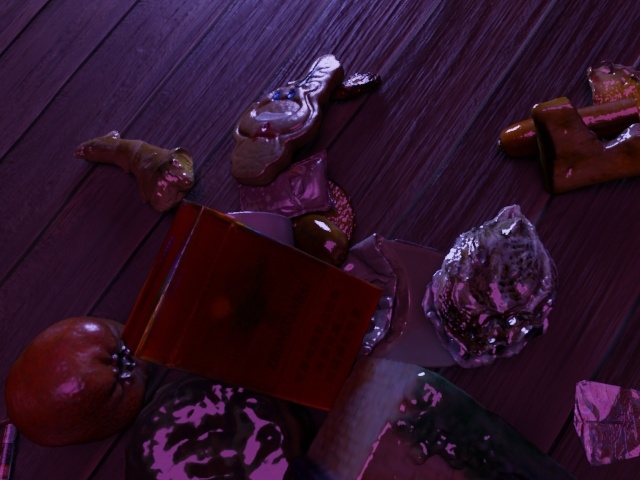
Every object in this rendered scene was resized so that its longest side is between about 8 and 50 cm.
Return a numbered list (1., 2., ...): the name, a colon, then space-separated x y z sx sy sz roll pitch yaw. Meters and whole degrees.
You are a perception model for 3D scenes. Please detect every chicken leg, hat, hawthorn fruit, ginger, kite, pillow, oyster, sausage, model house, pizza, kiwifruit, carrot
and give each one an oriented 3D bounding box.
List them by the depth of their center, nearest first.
1. model house: 0.124 0.350 0.666 0.312 0.245 0.280 38 72 -13
2. kite: 0.510 0.284 0.794 0.229 0.016 0.127 0 76 12
3. oyster: 0.281 0.072 0.831 0.267 0.112 0.198 -35 76 -20
4. hawthorn fruit: -0.421 0.242 0.850 0.262 0.210 0.211 -24 71 8
5. hat: 0.125 0.120 0.877 0.244 0.149 0.215 20 67 -23
6. kiwifruit: 0.000 0.000 0.885 0.075 0.075 0.124 -41 41 -5
7. pizza: 0.583 -0.205 0.899 0.296 0.071 0.189 34 98 21
8. carrot: 0.423 -0.192 0.901 0.225 0.067 0.067 -9 71 24
9. sausage: -0.556 0.350 0.929 0.028 0.025 0.199 2 74 -6
10. pillow: -0.063 -0.084 0.948 0.184 0.043 0.118 -17 70 12
11. ginger: -0.365 -0.143 1.025 0.294 0.086 0.131 19 86 22
12. chicken leg: 0.050 -0.304 1.029 0.144 0.037 0.062 -18 50 2

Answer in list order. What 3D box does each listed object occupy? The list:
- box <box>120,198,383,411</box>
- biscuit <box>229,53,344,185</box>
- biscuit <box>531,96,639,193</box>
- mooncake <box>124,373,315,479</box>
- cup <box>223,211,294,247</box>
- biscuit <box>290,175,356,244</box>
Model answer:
1. box: -0.080 0.098 0.711 0.089 0.313 0.198 17 82 56
2. biscuit: -0.067 -0.241 0.992 0.320 0.047 0.183 -46 51 -9
3. biscuit: 0.452 -0.163 0.850 0.183 0.174 0.039 -9 33 21
4. mooncake: -0.151 0.329 0.803 0.290 0.161 0.291 -2 72 6
5. cup: -0.157 0.084 0.876 0.252 0.191 0.201 -15 74 27
6. biscuit: -0.009 -0.061 0.969 0.206 0.025 0.126 42 84 17
